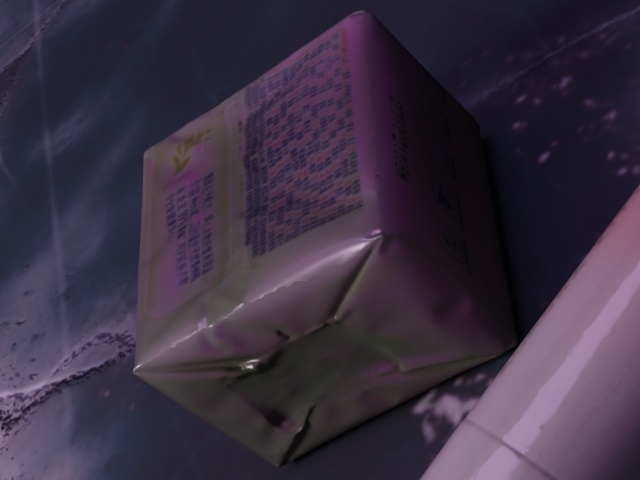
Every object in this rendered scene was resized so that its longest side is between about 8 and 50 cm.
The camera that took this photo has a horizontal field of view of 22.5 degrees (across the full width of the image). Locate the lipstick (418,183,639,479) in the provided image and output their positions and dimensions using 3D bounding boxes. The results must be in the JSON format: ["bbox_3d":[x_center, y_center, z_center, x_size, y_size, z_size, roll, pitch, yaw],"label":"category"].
[{"bbox_3d":[0.128,0.079,0.771,0.327,0.087,0.087,-52,34,-6],"label":"lipstick"}]

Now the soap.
[{"bbox_3d":[0.000,0.000,0.944,0.182,0.138,0.199,-32,38,25],"label":"soap"}]
